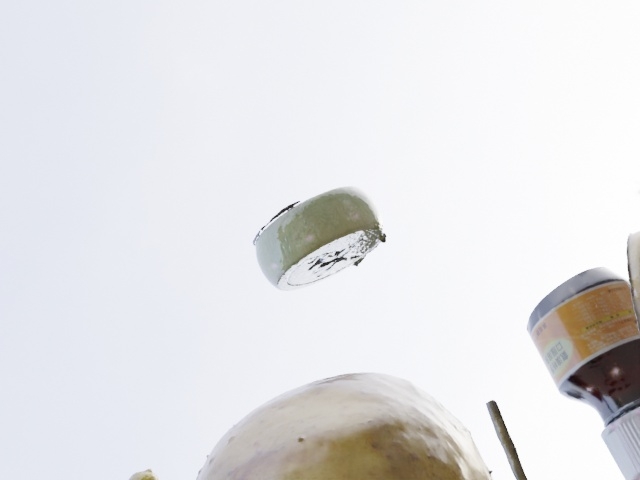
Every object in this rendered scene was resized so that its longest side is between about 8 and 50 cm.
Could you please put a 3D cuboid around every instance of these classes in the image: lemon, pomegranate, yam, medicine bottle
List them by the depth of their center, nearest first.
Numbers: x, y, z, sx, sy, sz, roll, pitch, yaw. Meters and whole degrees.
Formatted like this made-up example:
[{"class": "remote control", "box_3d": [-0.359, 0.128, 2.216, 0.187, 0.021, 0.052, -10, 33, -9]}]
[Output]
[{"class": "pomegranate", "box_3d": [0.020, 0.239, 0.732, 0.281, 0.281, 0.281, -9, -70, -26]}, {"class": "lemon", "box_3d": [-0.273, 0.391, 1.427, 0.062, 0.062, 0.083, 23, -106, -32]}, {"class": "yam", "box_3d": [0.363, 0.406, 1.742, 0.029, 0.234, 0.027, -34, -31, 23]}, {"class": "medicine bottle", "box_3d": [0.586, 0.265, 1.810, 0.242, 0.395, 0.242, -18, -34, -12]}]

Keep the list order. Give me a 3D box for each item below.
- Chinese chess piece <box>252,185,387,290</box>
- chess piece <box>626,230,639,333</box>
[{"class": "Chinese chess piece", "box_3d": [0.000, 0.000, 1.319, 0.188, 0.188, 0.083, -23, -106, -21]}, {"class": "chess piece", "box_3d": [0.475, 0.025, 0.926, 0.124, 0.307, 0.139, 50, -142, -31]}]
